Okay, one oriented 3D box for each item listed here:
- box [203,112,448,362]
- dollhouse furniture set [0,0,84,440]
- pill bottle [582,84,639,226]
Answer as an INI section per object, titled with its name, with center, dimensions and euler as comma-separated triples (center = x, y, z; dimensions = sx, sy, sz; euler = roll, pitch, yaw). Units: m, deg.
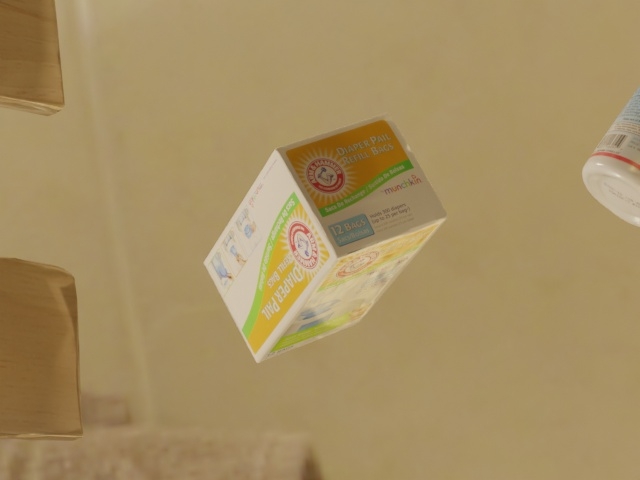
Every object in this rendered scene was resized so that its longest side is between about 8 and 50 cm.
[box]
center = 0.000, 0.000, 1.442
dimensions = 0.103, 0.114, 0.203
euler = 61, 148, 16
[dollhouse furniture set]
center = -0.299, 0.097, 0.697
dimensions = 0.362, 0.256, 0.394
euler = -21, 69, 43
[pill bottle]
center = 0.296, -0.095, 1.483
dimensions = 0.087, 0.160, 0.087
euler = 33, 164, 11
